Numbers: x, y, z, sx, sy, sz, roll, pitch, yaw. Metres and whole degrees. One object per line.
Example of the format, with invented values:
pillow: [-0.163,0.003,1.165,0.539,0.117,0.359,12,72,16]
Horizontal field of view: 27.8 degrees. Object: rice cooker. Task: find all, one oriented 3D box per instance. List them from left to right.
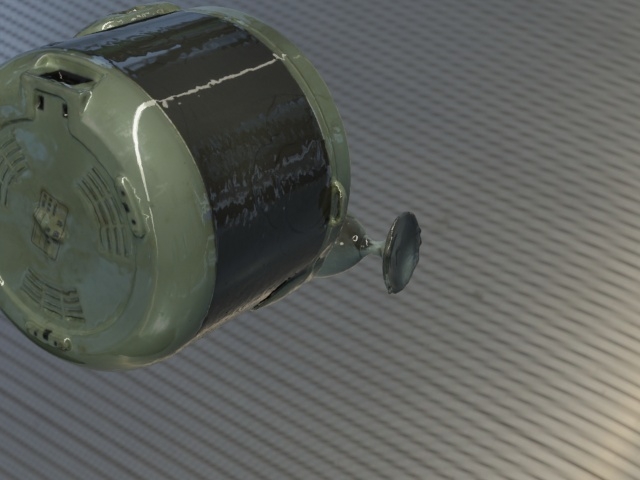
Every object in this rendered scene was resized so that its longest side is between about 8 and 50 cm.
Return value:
rice cooker: [-0.139,-0.053,1.095,0.288,0.288,0.277,34,35,19]

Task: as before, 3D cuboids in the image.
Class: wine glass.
wine glass: [0.000,0.000,1.503,0.222,0.103,0.103,9,52,27]
